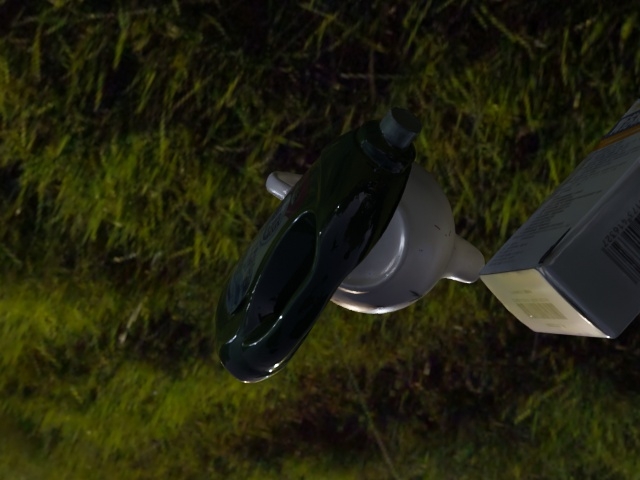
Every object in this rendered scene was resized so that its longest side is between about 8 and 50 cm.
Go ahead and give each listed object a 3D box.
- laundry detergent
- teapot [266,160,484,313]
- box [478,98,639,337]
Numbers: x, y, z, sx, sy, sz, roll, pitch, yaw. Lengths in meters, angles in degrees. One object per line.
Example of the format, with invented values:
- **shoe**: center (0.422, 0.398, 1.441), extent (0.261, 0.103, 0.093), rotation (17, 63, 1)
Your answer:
- **laundry detergent**: center (0.000, 0.000, 0.577), extent (0.063, 0.137, 0.211), rotation (29, 128, -13)
- **teapot**: center (0.055, -0.024, 1.115), extent (0.300, 0.166, 0.208), rotation (33, 119, 25)
- **box**: center (0.325, -0.038, 0.908), extent (0.106, 0.299, 0.200), rotation (46, 172, -2)
